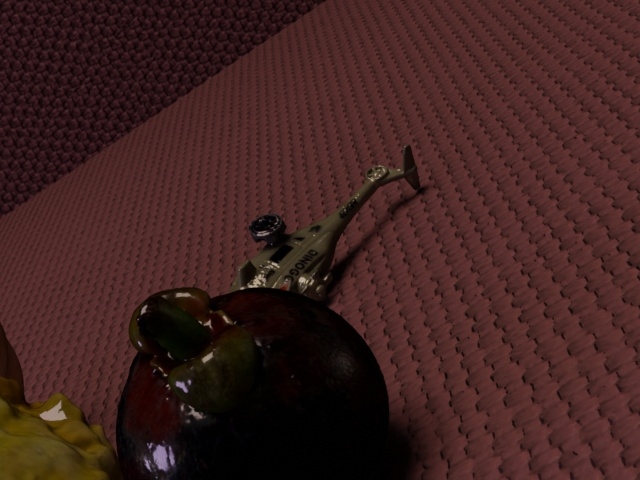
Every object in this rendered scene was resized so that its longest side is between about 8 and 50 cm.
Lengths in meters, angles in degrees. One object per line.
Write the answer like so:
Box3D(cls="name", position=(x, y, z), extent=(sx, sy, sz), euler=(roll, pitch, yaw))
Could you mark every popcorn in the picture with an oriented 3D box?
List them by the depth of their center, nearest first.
Box3D(cls="popcorn", position=(-0.278, 0.237, 1.078), extent=(0.252, 0.215, 0.286), euler=(-38, 36, -13))

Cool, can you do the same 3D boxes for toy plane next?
Box3D(cls="toy plane", position=(0.000, 0.000, 1.394), extent=(0.108, 0.092, 0.286), euler=(15, 50, 39))

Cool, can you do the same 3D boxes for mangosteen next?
Box3D(cls="mangosteen", position=(-0.064, 0.124, 0.989), extent=(0.216, 0.216, 0.216), euler=(-31, 19, 12))

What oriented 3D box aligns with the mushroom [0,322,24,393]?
Box3D(cls="mushroom", position=(-0.461, 0.196, 1.325), extent=(0.353, 0.325, 0.353), euler=(-26, 14, 7))
